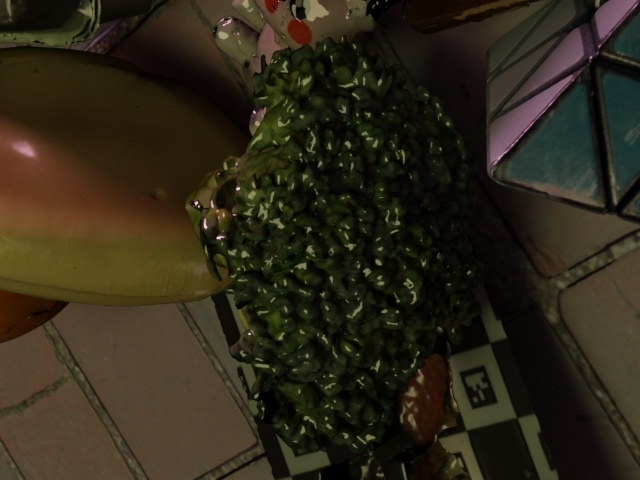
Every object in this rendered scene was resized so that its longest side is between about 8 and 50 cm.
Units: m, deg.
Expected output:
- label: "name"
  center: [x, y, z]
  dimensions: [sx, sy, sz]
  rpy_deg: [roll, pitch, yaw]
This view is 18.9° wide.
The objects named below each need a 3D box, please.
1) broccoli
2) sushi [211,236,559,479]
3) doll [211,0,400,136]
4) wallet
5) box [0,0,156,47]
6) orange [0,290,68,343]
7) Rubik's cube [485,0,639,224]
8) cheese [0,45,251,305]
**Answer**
- label: "broccoli"
  center: [0.000, 0.000, 1.482]
  dimensions: [0.248, 0.288, 0.245]
  rpy_deg: [36, 177, -27]
- label: "sushi"
  center: [0.076, 0.150, 1.658]
  dimensions: [0.359, 0.064, 0.343]
  rpy_deg: [-23, 86, 50]
- label: "doll"
  center: [-0.011, -0.171, 1.540]
  dimensions: [0.192, 0.095, 0.149]
  rpy_deg: [-61, 42, 41]
- label: "wallet"
  center: [0.135, -0.209, 1.418]
  dimensions: [0.176, 0.026, 0.095]
  rpy_deg: [-12, 64, 44]
- label: "box"
  center: [-0.262, -0.309, 1.628]
  dimensions: [0.221, 0.166, 0.290]
  rpy_deg: [6, 105, 39]
- label: "orange"
  center: [-0.327, -0.018, 1.808]
  dimensions: [0.246, 0.246, 0.246]
  rpy_deg: [21, 124, 34]
- label: "Rubik's cube"
  center: [0.230, -0.108, 1.329]
  dimensions: [0.233, 0.228, 0.228]
  rpy_deg: [-8, 154, 8]
- label: "cheese"
  center: [-0.176, -0.047, 1.647]
  dimensions: [0.316, 0.259, 0.128]
  rpy_deg: [11, 142, -1]
